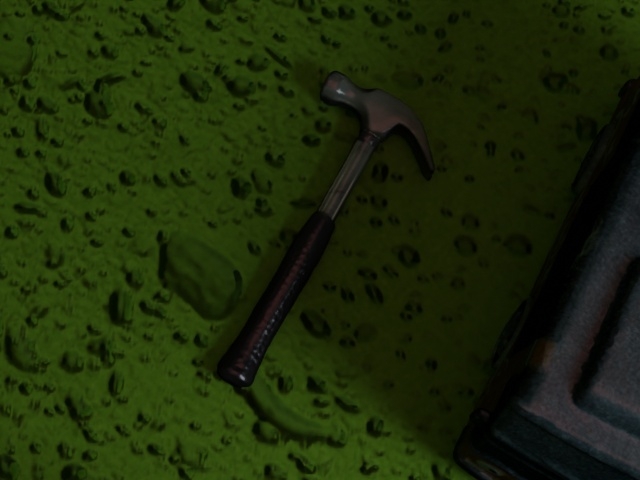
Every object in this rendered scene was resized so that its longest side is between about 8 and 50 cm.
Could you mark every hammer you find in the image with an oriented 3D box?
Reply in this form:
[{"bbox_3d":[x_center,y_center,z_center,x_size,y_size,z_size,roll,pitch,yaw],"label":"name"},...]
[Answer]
[{"bbox_3d":[0.000,0.000,1.022,0.103,0.029,0.246,27,74,3],"label":"hammer"}]

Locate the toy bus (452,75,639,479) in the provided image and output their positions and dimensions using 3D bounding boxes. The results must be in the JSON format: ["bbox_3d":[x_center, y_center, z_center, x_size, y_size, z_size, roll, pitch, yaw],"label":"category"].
[{"bbox_3d":[0.229,0.031,0.947,0.161,0.194,0.323,27,73,2],"label":"toy bus"}]
